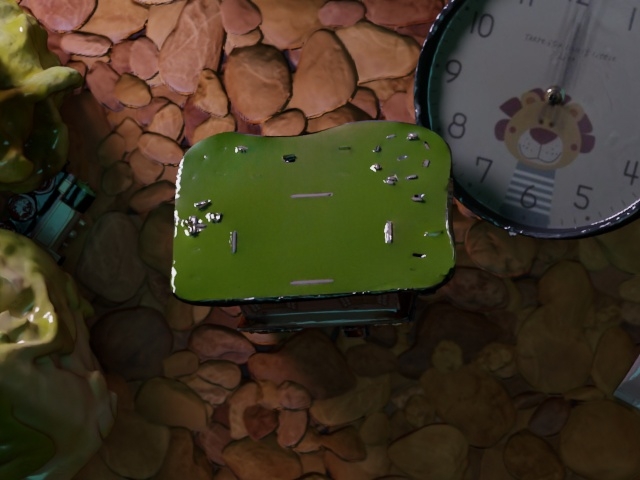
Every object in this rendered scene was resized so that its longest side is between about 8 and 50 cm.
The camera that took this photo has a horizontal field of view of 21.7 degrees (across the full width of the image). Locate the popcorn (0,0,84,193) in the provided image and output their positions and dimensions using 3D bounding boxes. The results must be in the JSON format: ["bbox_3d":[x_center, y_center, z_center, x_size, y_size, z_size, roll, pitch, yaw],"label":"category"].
[{"bbox_3d":[-0.382,-0.142,1.737,0.255,0.195,0.256,15,60,17],"label":"popcorn"}]

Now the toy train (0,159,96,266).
[{"bbox_3d":[-0.302,-0.023,1.822,0.087,0.050,0.138,35,93,-6],"label":"toy train"}]

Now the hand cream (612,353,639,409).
[{"bbox_3d":[0.397,0.090,1.830,0.052,0.038,0.216,31,99,26],"label":"hand cream"}]

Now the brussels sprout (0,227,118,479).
[{"bbox_3d":[-0.379,0.145,1.718,0.344,0.268,0.344,-3,116,-6],"label":"brussels sprout"}]

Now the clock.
[{"bbox_3d":[0.247,-0.150,1.747,0.312,0.061,0.313,3,97,21],"label":"clock"}]

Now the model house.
[{"bbox_3d":[0.001,0.001,1.784,0.294,0.154,0.207,-3,62,7],"label":"model house"}]
